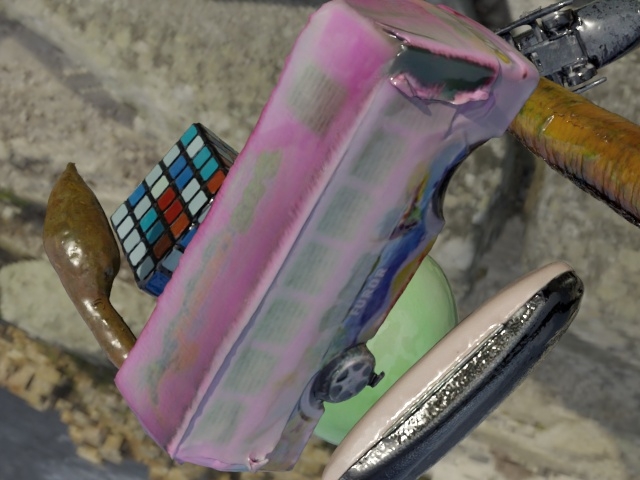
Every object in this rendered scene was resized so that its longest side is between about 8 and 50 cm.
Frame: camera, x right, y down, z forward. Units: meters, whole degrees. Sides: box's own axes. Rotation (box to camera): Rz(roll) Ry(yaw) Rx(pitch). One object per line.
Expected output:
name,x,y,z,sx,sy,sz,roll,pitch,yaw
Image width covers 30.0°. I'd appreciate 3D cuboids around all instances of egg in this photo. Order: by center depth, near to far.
egg,0.062,0.128,1.486,0.220,0.220,0.269,23,106,0

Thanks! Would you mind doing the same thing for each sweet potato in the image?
sweet potato,-0.243,0.029,1.246,0.075,0.269,0.074,-20,159,-8

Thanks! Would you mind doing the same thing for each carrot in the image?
carrot,0.219,-0.064,0.896,0.070,0.070,0.260,52,176,-38

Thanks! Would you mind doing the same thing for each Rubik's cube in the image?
Rubik's cube,-0.130,-0.006,1.522,0.184,0.182,0.187,37,-170,-35

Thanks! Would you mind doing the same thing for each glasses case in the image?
glasses case,0.124,0.139,1.113,0.075,0.314,0.122,47,-177,20

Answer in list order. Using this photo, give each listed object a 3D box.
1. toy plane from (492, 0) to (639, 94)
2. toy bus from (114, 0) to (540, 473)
toy plane,0.307,-0.227,1.265,0.382,0.155,0.106,-21,97,46
toy bus,0.000,0.000,0.638,0.112,0.274,0.090,10,-154,-48
